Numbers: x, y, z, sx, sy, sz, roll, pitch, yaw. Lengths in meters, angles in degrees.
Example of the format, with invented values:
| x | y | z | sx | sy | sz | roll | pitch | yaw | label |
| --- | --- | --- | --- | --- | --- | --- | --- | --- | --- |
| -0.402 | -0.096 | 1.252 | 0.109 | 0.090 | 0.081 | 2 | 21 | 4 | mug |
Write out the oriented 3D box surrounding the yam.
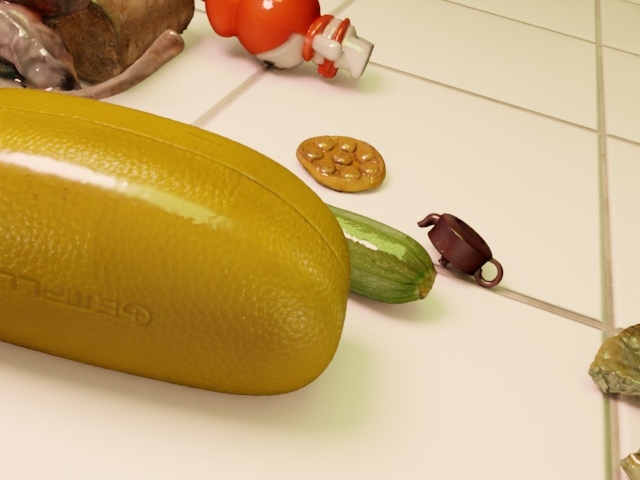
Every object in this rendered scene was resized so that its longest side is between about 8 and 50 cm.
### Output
| x | y | z | sx | sy | sz | roll | pitch | yaw | label |
| --- | --- | --- | --- | --- | --- | --- | --- | --- | --- |
| -0.259 | -0.295 | 0.939 | 0.129 | 0.128 | 0.238 | 34 | 35 | -9 | yam |

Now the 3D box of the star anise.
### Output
| x | y | z | sx | sy | sz | roll | pitch | yaw | label |
| --- | --- | --- | --- | --- | --- | --- | --- | --- | --- |
| -0.339 | -0.264 | 0.770 | 0.359 | 0.316 | 0.139 | -20 | -11 | 15 | star anise |

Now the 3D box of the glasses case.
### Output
| x | y | z | sx | sy | sz | roll | pitch | yaw | label |
| --- | --- | --- | --- | --- | --- | --- | --- | --- | --- |
| -0.159 | 0.001 | 0.508 | 0.370 | 0.173 | 0.141 | 14 | 30 | 1 | glasses case |

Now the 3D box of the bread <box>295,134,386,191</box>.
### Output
| x | y | z | sx | sy | sz | roll | pitch | yaw | label |
| --- | --- | --- | --- | --- | --- | --- | --- | --- | --- |
| 0.024 | -0.092 | 0.837 | 0.109 | 0.025 | 0.110 | 8 | 34 | -5 | bread |

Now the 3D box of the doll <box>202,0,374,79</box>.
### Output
| x | y | z | sx | sy | sz | roll | pitch | yaw | label |
| --- | --- | --- | --- | --- | --- | --- | --- | --- | --- |
| -0.063 | -0.319 | 1.035 | 0.290 | 0.130 | 0.161 | 25 | 25 | 0 | doll |

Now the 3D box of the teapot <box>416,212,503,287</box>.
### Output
| x | y | z | sx | sy | sz | roll | pitch | yaw | label |
| --- | --- | --- | --- | --- | --- | --- | --- | --- | --- |
| 0.137 | 0.010 | 0.712 | 0.100 | 0.045 | 0.067 | 46 | 21 | 15 | teapot |

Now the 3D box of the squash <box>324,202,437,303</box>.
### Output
| x | y | z | sx | sy | sz | roll | pitch | yaw | label |
| --- | --- | --- | --- | --- | --- | --- | --- | --- | --- |
| 0.000 | 0.000 | 0.657 | 0.219 | 0.068 | 0.077 | 18 | 39 | 8 | squash |

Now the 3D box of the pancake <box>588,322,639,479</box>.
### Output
| x | y | z | sx | sy | sz | roll | pitch | yaw | label |
| --- | --- | --- | --- | --- | --- | --- | --- | --- | --- |
| 0.340 | 0.160 | 0.571 | 0.253 | 0.037 | 0.254 | 9 | 35 | -6 | pancake |
